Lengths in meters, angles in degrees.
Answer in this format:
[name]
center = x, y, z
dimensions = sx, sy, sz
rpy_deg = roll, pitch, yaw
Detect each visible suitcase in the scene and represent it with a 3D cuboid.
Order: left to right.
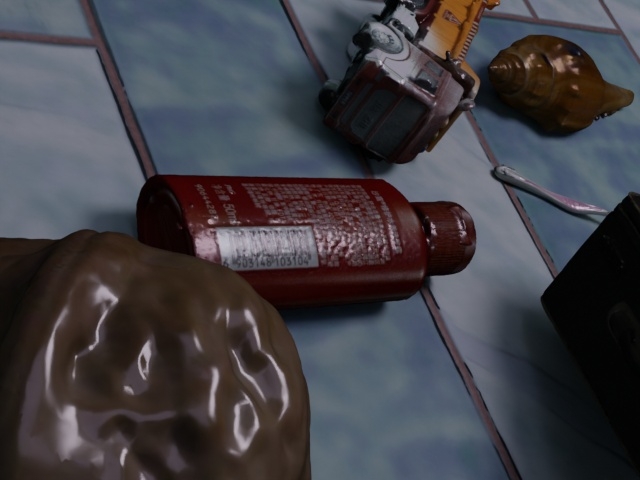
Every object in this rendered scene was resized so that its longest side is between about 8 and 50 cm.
[suitcase]
center = 0.377, 0.144, 0.917
dimensions = 0.283, 0.194, 0.434
rpy_deg = 21, 27, -27

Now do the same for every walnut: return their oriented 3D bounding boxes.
[walnut]
center = -0.136, 0.115, 0.589
dimensions = 0.227, 0.273, 0.273
rpy_deg = 48, 27, -49

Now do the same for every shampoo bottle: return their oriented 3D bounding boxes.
[shampoo bottle]
center = -0.001, 0.000, 0.904
dimensions = 0.314, 0.076, 0.118
rpy_deg = -2, 57, -40

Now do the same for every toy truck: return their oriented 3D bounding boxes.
[toy truck]
center = 0.098, -0.187, 1.114
dimensions = 0.135, 0.114, 0.270
rpy_deg = 33, 40, -5

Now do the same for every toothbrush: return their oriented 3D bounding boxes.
[toothbrush]
center = 0.279, -0.045, 1.202
dimensions = 0.204, 0.022, 0.017
rpy_deg = 21, 41, -22

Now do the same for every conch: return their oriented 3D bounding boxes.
[conch]
center = 0.303, -0.192, 1.289
dimensions = 0.330, 0.093, 0.109
rpy_deg = -4, 52, -41
